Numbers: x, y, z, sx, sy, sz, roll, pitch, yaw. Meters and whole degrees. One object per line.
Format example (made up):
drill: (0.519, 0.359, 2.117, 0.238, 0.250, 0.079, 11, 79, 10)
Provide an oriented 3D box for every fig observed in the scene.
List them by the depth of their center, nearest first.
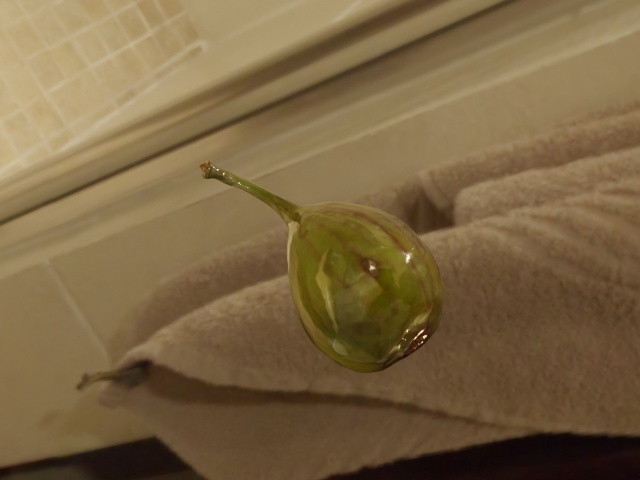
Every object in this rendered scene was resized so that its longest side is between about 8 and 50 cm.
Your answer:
fig: (0.005, -0.002, 0.595, 0.166, 0.093, 0.093, 55, 35, 3)
